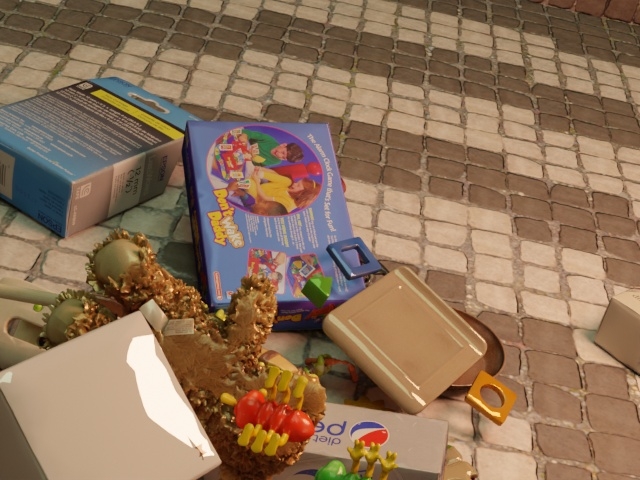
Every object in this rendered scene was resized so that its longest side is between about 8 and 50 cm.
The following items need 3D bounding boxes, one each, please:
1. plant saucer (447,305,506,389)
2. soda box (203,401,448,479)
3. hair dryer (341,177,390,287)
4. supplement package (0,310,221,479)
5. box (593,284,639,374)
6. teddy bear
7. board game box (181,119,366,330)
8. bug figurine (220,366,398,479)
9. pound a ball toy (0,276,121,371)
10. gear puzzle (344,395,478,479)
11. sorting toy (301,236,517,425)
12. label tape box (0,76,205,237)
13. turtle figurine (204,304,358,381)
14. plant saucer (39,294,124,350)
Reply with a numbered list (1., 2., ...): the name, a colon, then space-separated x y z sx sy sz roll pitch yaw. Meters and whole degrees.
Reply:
1. plant saucer: 0.174 0.162 1.663 0.199 0.036 0.198 9 33 -6
2. soda box: 0.006 0.259 1.353 0.286 0.091 0.098 7 32 9
3. hair dryer: 0.000 0.000 1.831 0.224 0.080 0.293 11 46 -8
4. supplement package: -0.272 0.220 1.126 0.177 0.293 0.175 -24 83 -45
5. box: 0.576 0.120 1.819 0.275 0.094 0.113 -17 42 -40
6. teddy bear: -0.154 0.136 1.278 0.338 0.113 0.245 20 73 0
7. board game box: -0.077 -0.028 1.716 0.233 0.078 0.347 0 54 -15
8. bug figurine: -0.047 0.280 1.124 0.216 0.072 0.279 21 70 18
9. pound a ball toy: -0.316 0.141 1.381 0.319 0.135 0.208 20 -11 10
10. gear puzzle: 0.106 0.309 1.404 0.175 0.044 0.339 -16 37 -23
11. sorting toy: 0.116 0.142 1.567 0.348 0.047 0.196 44 44 14
12. label tape box: -0.387 -0.155 1.892 0.249 0.115 0.348 29 32 23
13. turtle figurine: -0.072 0.167 1.504 0.217 0.087 0.269 28 10 24
14. plant saucer: -0.318 0.123 1.554 0.168 0.029 0.168 10 31 -6
